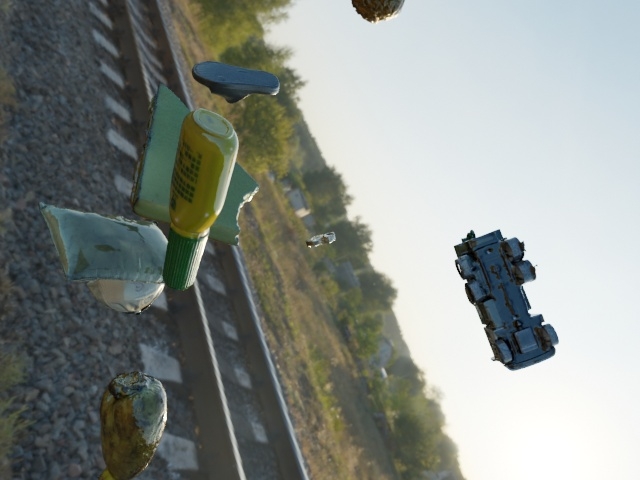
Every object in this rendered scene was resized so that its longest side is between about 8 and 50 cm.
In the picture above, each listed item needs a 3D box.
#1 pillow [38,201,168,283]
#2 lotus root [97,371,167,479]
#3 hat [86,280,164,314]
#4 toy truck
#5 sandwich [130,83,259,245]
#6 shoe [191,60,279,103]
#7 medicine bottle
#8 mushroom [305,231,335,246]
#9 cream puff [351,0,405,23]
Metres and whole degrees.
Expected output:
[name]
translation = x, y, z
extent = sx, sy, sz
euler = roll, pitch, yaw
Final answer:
[pillow]
translation = -0.413, 0.014, 1.143
extent = 0.302, 0.075, 0.185
euler = 10, 42, -58
[lotus root]
translation = -0.285, 0.288, 0.833
extent = 0.108, 0.094, 0.191
euler = 34, -64, 58
[hat]
translation = -0.473, 0.089, 1.451
extent = 0.226, 0.219, 0.164
euler = -36, -102, 51
[toy truck]
translation = 0.457, 0.138, 1.415
extent = 0.178, 0.176, 0.364
euler = 73, -3, -81
[sandwich]
translation = -0.206, -0.123, 0.960
extent = 0.212, 0.063, 0.245
euler = 21, 54, -30
[shoe]
translation = -0.237, -0.423, 1.549
extent = 0.093, 0.240, 0.108
euler = 111, -26, -44
[medicine bottle]
translation = -0.169, -0.041, 0.739
extent = 0.095, 0.064, 0.261
euler = 46, -50, 32
[mushroom]
translation = 0.000, 0.000, 1.042
extent = 0.101, 0.049, 0.019
euler = -20, 96, -64
[cream puff]
translation = 0.126, -0.563, 1.261
extent = 0.103, 0.126, 0.144
euler = -19, 70, -48
